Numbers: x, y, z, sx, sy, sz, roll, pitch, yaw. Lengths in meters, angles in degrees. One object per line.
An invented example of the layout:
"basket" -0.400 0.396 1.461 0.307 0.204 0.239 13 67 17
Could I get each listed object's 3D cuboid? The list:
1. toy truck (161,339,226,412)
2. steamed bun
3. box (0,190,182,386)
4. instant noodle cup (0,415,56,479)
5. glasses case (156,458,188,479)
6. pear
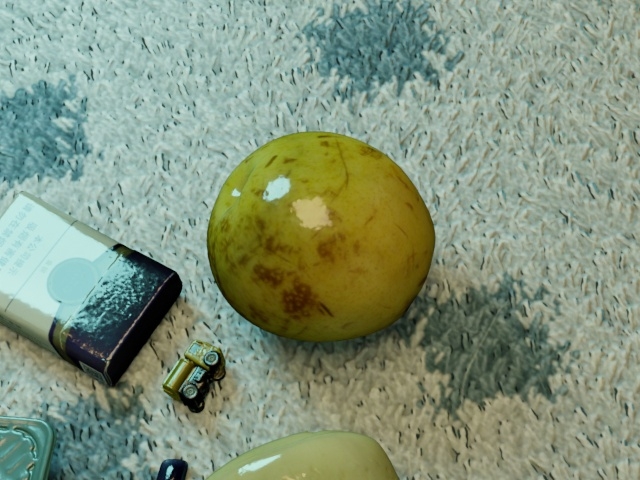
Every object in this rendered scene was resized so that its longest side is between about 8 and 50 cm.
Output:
"toy truck" -0.156 0.167 1.827 0.054 0.049 0.083 26 67 19
"steamed bun" -0.014 0.339 1.651 0.273 0.166 0.232 -15 59 -4
"box" -0.329 0.061 1.887 0.259 0.071 0.168 26 65 19
"instant noodle cup" -0.412 0.293 1.763 0.179 0.070 0.157 4 60 7
"glasses case" -0.186 0.304 1.766 0.033 0.023 0.083 9 61 8
"pear" 0.000 0.000 1.789 0.280 0.281 0.281 -2 60 3
